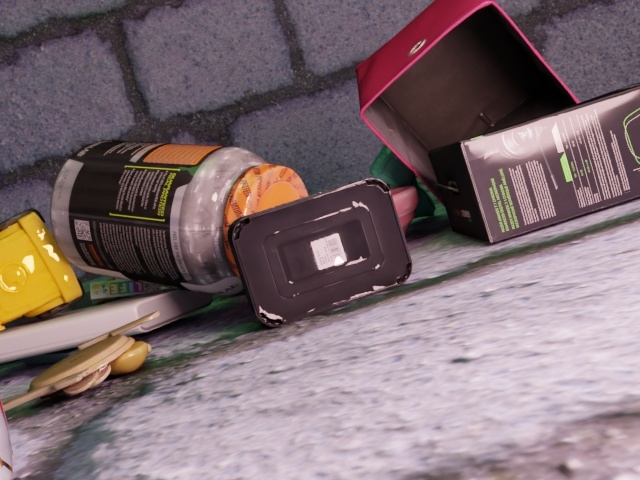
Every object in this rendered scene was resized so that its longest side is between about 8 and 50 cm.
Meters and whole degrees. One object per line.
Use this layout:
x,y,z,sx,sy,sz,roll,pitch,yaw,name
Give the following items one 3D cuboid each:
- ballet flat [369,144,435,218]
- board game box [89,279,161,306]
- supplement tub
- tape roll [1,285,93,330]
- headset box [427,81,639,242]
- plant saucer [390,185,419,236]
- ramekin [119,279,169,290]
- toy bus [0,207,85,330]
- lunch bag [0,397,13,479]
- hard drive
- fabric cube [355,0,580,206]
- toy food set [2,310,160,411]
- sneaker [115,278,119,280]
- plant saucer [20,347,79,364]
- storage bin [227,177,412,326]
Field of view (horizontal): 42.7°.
0.139,-0.084,1.458,0.087,0.083,0.247,-50,-30,-6,ballet flat
-0.302,0.090,1.281,0.104,0.026,0.154,-6,-15,-12,board game box
-0.184,-0.032,1.083,0.316,0.193,0.194,7,18,32,supplement tub
-0.467,0.141,1.397,0.219,0.072,0.219,-17,6,2,tape roll
0.292,-0.099,1.078,0.283,0.131,0.246,-18,4,1,headset box
0.000,0.000,1.279,0.332,0.084,0.332,-17,6,2,plant saucer
-0.260,-0.027,1.461,0.135,0.277,0.277,-10,-1,-45,ramekin
-0.472,0.071,1.174,0.211,0.149,0.220,-34,11,-28,toy bus
-0.362,0.163,0.535,0.304,0.114,0.243,-18,2,-22,lunch bag
-0.330,0.117,1.135,0.308,0.040,0.203,-13,2,19,hard drive
0.230,-0.236,1.318,0.254,0.259,0.258,-39,20,18,fabric cube
-0.247,0.141,0.871,0.132,0.038,0.192,-23,8,18,toy food set
-0.266,0.043,1.650,0.153,0.099,0.282,-16,2,41,sneaker
-0.363,0.157,1.160,0.067,0.018,0.192,-21,7,-40,plant saucer
-0.003,0.011,0.913,0.180,0.122,0.084,-18,4,-9,storage bin
